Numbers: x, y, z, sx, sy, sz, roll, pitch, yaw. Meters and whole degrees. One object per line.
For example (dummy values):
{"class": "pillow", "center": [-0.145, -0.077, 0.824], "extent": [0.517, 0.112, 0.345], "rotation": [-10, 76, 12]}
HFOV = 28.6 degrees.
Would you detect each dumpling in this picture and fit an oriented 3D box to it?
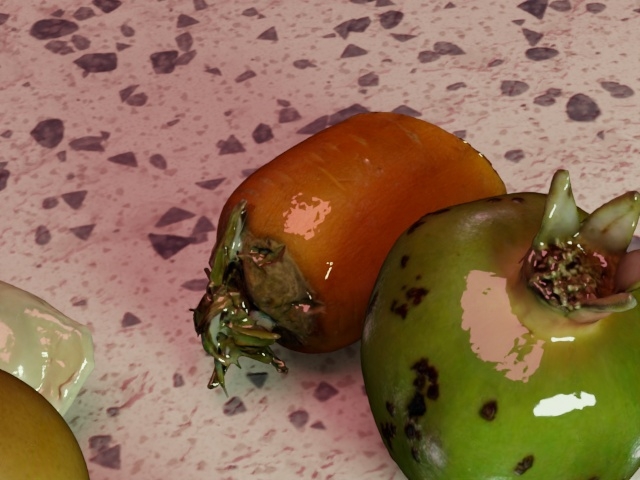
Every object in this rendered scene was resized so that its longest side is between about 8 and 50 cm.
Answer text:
{"class": "dumpling", "center": [-0.333, 0.125, 1.211], "extent": [0.252, 0.131, 0.179], "rotation": [18, 81, 31]}

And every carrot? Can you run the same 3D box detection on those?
{"class": "carrot", "center": [0.000, 0.000, 1.235], "extent": [0.214, 0.193, 0.331], "rotation": [41, 61, 17]}

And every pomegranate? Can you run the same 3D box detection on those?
{"class": "pomegranate", "center": [0.159, 0.091, 1.050], "extent": [0.291, 0.323, 0.290], "rotation": [-2, 76, 6]}

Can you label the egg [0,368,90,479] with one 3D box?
{"class": "egg", "center": [-0.333, 0.216, 1.022], "extent": [0.322, 0.250, 0.250], "rotation": [-2, 39, 40]}
